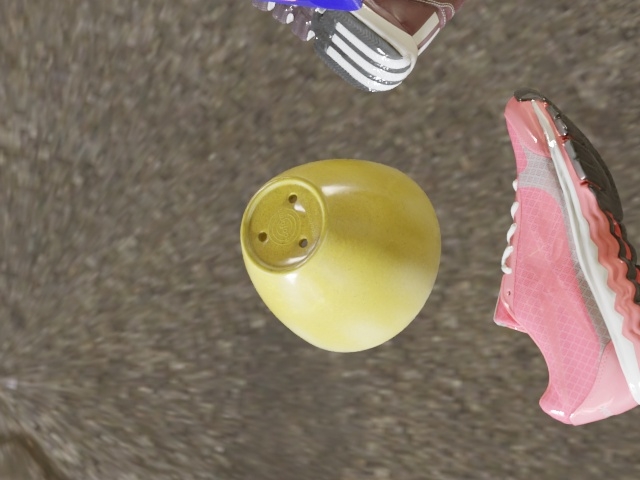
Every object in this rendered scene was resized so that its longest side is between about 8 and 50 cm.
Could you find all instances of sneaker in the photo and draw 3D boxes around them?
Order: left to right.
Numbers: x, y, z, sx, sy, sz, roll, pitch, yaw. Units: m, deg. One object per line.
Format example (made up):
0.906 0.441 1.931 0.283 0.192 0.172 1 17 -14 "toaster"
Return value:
0.004 -0.259 1.640 0.281 0.106 0.162 44 62 6 "sneaker"
0.198 0.013 1.721 0.136 0.116 0.314 -25 66 17 "sneaker"

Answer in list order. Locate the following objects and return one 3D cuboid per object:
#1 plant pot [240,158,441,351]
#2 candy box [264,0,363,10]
0.000 0.000 1.339 0.134 0.095 0.134 -9 71 29 "plant pot"
-0.028 -0.286 0.882 0.122 0.268 0.317 7 86 10 "candy box"
